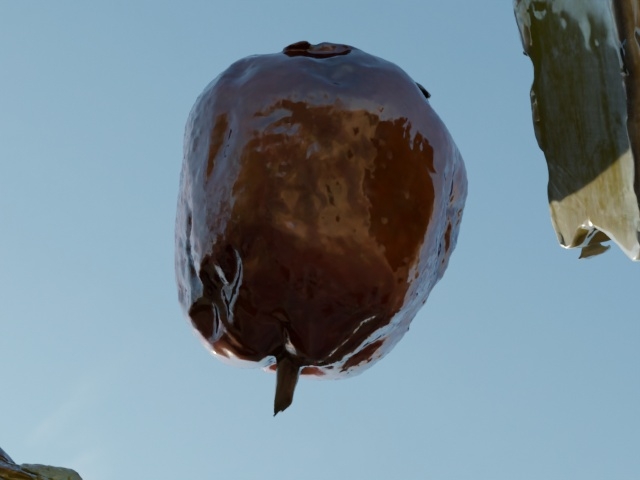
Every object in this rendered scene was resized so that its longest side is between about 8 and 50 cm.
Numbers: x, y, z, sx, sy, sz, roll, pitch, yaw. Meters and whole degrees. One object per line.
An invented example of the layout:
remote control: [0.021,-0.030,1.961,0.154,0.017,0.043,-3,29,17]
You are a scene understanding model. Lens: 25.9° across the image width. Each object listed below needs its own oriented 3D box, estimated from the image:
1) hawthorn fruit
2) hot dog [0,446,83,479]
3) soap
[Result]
hawthorn fruit: [0.001,-0.014,0.735,0.173,0.179,0.174,-3,-63,-6]
hot dog: [-0.133,0.140,0.672,0.061,0.078,0.169,-42,-78,-16]
soap: [0.229,-0.102,0.646,0.274,0.089,0.174,-16,-78,-21]
